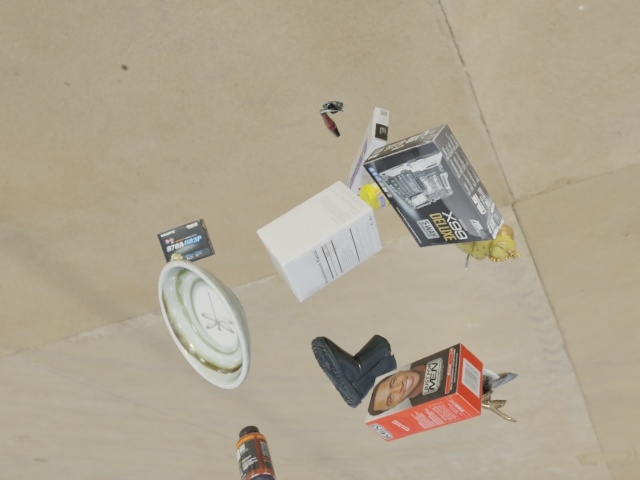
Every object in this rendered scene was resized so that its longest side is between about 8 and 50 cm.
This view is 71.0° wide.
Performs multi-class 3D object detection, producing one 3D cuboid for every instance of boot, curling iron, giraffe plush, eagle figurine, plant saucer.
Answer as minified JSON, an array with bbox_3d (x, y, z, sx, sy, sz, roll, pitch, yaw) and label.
[{"bbox_3d":[0.107,0.346,1.358,0.247,0.207,0.094,57,148,-4],"label":"boot"},{"bbox_3d":[0.041,-0.350,1.337,0.068,0.035,0.274,-7,174,5],"label":"curling iron"},{"bbox_3d":[0.558,0.002,1.473,0.181,0.211,0.170,-9,-171,-39],"label":"giraffe plush"},{"bbox_3d":[0.635,0.562,1.759,0.225,0.298,0.226,-39,89,28],"label":"eagle figurine"},{"bbox_3d":[-0.315,0.228,1.296,0.100,0.401,0.400,-29,165,-44],"label":"plant saucer"}]

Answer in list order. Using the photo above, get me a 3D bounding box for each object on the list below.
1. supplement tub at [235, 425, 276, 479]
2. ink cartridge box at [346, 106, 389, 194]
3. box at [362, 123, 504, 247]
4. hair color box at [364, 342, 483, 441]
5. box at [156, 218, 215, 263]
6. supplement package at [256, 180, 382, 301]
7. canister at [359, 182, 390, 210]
[{"bbox_3d":[-0.209,0.685,1.413,0.105,0.198,0.106,-8,119,-15],"label":"supplement tub"},{"bbox_3d":[0.174,-0.314,1.740,0.069,0.176,0.371,15,143,-8],"label":"ink cartridge box"},{"bbox_3d":[0.288,-0.124,1.154,0.242,0.077,0.308,-7,127,53],"label":"box"},{"bbox_3d":[0.120,0.182,0.531,0.043,0.072,0.141,42,129,-12],"label":"hair color box"},{"bbox_3d":[-0.614,0.017,2.057,0.220,0.175,0.051,-18,-176,7],"label":"box"},{"bbox_3d":[0.000,0.000,1.290,0.292,0.177,0.175,-32,136,-11],"label":"supplement package"},{"bbox_3d":[0.240,-0.180,1.708,0.169,0.073,0.126,-22,149,-16],"label":"canister"}]
